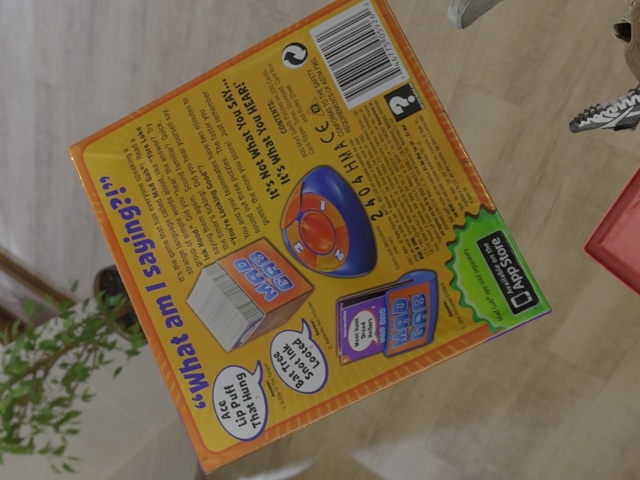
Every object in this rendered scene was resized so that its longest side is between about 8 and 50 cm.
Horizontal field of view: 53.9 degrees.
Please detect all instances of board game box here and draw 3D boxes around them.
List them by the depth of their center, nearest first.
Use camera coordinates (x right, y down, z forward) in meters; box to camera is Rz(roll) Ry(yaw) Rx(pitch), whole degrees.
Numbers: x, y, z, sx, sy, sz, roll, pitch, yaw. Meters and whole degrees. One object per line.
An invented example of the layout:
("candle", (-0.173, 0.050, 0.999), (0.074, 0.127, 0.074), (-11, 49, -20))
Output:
("board game box", (0.000, 0.000, 0.762), (0.356, 0.356, 0.357), (-26, 81, 6))

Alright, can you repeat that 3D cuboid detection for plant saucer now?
("plant saucer", (0.707, 0.000, 1.281), (0.258, 0.047, 0.259), (47, 137, 31))

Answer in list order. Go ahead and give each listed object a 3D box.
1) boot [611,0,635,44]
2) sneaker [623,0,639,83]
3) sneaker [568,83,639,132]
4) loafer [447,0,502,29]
("boot", (0.828, -0.603, 1.663), (0.213, 0.165, 0.077), (57, 162, 20))
("sneaker", (0.620, -0.363, 1.082), (0.153, 0.282, 0.099), (-31, 69, 14))
("sneaker", (0.788, -0.325, 1.677), (0.234, 0.078, 0.106), (-25, 109, 27))
("loafer", (0.414, -0.586, 1.385), (0.319, 0.112, 0.111), (-46, 66, 7))
